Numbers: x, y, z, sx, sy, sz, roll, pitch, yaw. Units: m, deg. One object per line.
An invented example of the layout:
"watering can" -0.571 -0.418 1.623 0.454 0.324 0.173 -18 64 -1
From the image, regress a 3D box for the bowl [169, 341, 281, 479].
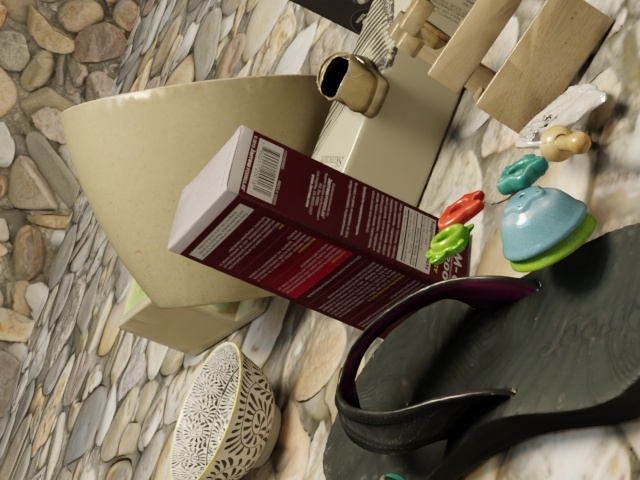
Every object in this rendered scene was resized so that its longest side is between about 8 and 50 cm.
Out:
"bowl" -0.094 0.204 1.346 0.170 0.080 0.170 -52 25 36

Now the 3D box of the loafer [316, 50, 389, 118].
"loafer" 0.024 -0.163 1.216 0.056 0.050 0.148 -63 23 6

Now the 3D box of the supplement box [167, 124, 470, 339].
"supplement box" 0.000 0.000 1.099 0.130 0.239 0.073 -39 32 51

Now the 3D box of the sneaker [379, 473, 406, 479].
"sneaker" 0.102 0.200 0.722 0.295 0.178 0.124 -39 33 51

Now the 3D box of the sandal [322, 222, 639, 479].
"sandal" 0.105 0.088 0.937 0.445 0.107 0.168 -37 36 52

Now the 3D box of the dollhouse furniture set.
"dollhouse furniture set" 0.155 -0.193 1.102 0.123 0.144 0.151 -56 8 14

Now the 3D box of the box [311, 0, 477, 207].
"box" 0.075 -0.142 1.273 0.113 0.094 0.275 7 75 68

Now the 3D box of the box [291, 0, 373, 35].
"box" 0.001 -0.383 1.458 0.143 0.270 0.165 -44 30 47

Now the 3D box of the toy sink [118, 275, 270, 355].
"toy sink" -0.161 0.037 1.616 0.234 0.131 0.153 -33 40 56

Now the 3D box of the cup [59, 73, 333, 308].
"cup" -0.121 -0.048 1.420 0.331 0.331 0.237 171 91 -66

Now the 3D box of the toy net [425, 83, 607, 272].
"toy net" 0.164 -0.046 0.937 0.122 0.045 0.232 -26 17 36
